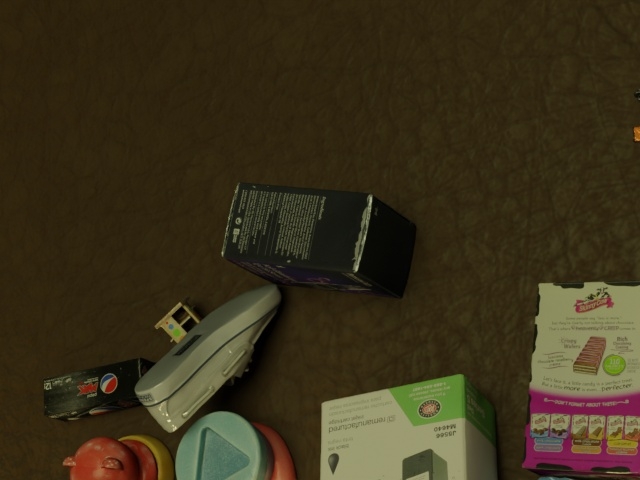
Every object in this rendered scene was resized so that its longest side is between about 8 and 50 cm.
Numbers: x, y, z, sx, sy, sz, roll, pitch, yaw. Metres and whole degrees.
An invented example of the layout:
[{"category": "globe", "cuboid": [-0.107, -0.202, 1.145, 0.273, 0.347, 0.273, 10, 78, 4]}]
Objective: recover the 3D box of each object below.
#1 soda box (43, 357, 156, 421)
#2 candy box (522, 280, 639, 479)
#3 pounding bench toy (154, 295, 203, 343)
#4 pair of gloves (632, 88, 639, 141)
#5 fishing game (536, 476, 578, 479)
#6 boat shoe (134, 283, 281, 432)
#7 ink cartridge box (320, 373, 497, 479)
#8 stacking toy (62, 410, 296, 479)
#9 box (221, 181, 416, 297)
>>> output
[{"category": "soda box", "cuboid": [-0.314, 0.214, 2.154, 0.168, 0.053, 0.060, -14, 69, 24]}, {"category": "candy box", "cuboid": [0.337, 0.169, 1.816, 0.159, 0.071, 0.233, -2, 73, 32]}, {"category": "pounding bench toy", "cuboid": [-0.186, 0.120, 2.122, 0.052, 0.083, 0.065, -43, 92, 10]}, {"category": "pair of gloves", "cuboid": [0.433, -0.164, 1.913, 0.074, 0.010, 0.083, -2, 73, 27]}, {"category": "fishing game", "cuboid": [0.289, 0.378, 1.803, 0.264, 0.041, 0.189, -12, 71, 35]}, {"category": "boat shoe", "cuboid": [-0.139, 0.157, 2.034, 0.258, 0.084, 0.095, -40, 20, -27]}, {"category": "ink cartridge box", "cuboid": [0.108, 0.322, 1.835, 0.198, 0.115, 0.273, -14, 54, 22]}, {"category": "stacking toy", "cuboid": [-0.194, 0.371, 2.000, 0.308, 0.130, 0.280, -14, 68, 23]}, {"category": "box", "cuboid": [0.000, 0.000, 2.002, 0.207, 0.153, 0.108, 6, 78, 29]}]
